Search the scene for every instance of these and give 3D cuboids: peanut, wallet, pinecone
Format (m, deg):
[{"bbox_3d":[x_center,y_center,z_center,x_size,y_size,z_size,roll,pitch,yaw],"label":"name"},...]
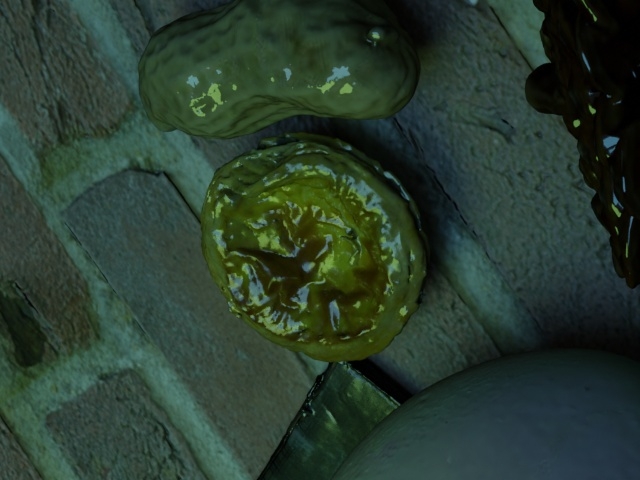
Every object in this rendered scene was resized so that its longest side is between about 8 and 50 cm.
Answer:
[{"bbox_3d":[-0.038,-0.175,1.683,0.291,0.159,0.143,-5,153,38],"label":"peanut"},{"bbox_3d":[0.015,0.269,1.894,0.169,0.044,0.317,39,122,14],"label":"wallet"},{"bbox_3d":[0.326,-0.137,1.359,0.398,0.398,0.397,11,115,25],"label":"pinecone"}]

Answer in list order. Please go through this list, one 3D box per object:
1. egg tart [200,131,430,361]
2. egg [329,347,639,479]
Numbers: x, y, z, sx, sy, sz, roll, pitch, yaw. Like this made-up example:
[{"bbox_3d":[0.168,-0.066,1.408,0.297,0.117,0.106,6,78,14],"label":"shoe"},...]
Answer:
[{"bbox_3d":[0.000,0.000,1.751,0.241,0.106,0.241,12,120,21],"label":"egg tart"},{"bbox_3d":[0.198,0.255,1.619,0.354,0.354,0.340,40,105,9],"label":"egg"}]
